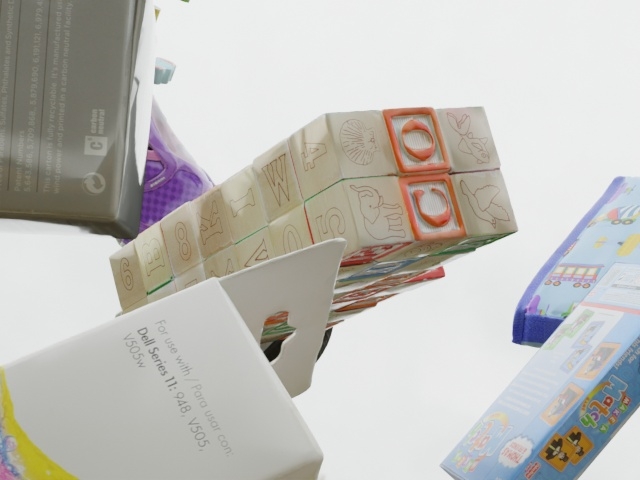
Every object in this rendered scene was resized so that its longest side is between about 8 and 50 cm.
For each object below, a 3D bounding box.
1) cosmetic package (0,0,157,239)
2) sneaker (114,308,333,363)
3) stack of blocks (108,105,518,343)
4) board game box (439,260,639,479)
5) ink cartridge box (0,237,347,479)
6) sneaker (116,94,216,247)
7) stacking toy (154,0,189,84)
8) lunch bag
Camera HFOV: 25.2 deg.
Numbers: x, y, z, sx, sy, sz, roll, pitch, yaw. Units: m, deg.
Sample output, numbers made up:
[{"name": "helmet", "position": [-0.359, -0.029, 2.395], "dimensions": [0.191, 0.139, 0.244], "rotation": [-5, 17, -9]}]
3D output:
[{"name": "cosmetic package", "position": [-0.189, -0.057, 0.575], "dimensions": [0.238, 0.107, 0.127], "rotation": [6, -3, -5]}, {"name": "sneaker", "position": [-0.173, 0.147, 1.381], "dimensions": [0.447, 0.257, 0.169], "rotation": [-42, -73, 7]}, {"name": "stack of blocks", "position": [0.000, 0.000, 0.991], "dimensions": [0.171, 0.087, 0.297], "rotation": [-7, -13, -36]}, {"name": "board game box", "position": [0.184, 0.105, 1.030], "dimensions": [0.039, 0.211, 0.160], "rotation": [43, -6, -7]}, {"name": "ink cartridge box", "position": [-0.123, 0.149, 0.753], "dimensions": [0.354, 0.119, 0.207], "rotation": [-23, -26, -19]}, {"name": "sneaker", "position": [-0.160, -0.082, 1.183], "dimensions": [0.095, 0.236, 0.104], "rotation": [-28, -38, -9]}, {"name": "stacking toy", "position": [-0.175, -0.163, 1.378], "dimensions": [0.052, 0.221, 0.167], "rotation": [26, -71, 8]}, {"name": "lunch bag", "position": [0.335, 0.044, 1.380], "dimensions": [0.221, 0.293, 0.138], "rotation": [6, -69, 34]}]
